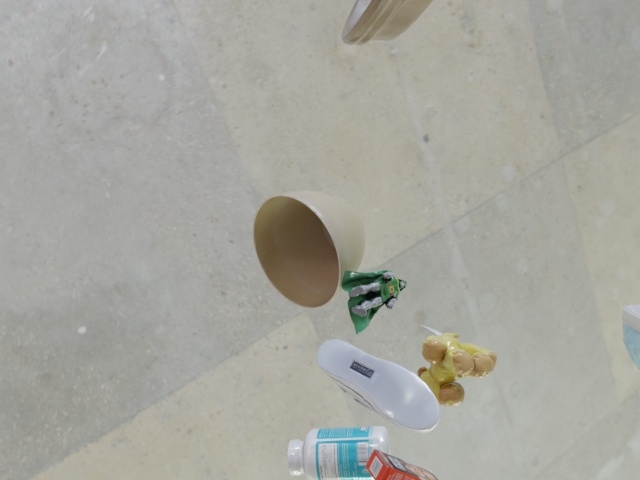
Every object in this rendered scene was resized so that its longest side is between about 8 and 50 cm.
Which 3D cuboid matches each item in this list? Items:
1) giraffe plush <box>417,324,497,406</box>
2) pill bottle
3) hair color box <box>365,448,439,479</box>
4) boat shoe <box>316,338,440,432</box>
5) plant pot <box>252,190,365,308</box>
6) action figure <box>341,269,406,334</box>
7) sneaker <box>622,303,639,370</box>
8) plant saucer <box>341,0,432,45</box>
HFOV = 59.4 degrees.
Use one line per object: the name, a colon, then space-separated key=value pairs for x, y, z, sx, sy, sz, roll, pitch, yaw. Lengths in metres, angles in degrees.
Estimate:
giraffe plush: x=0.287 y=0.314 z=1.309 sx=0.181 sy=0.210 sz=0.170 roll=12 pitch=97 yaw=-31
pill bottle: x=0.051 y=0.572 z=1.490 sx=0.264 sy=0.146 sz=0.146 roll=-5 pitch=104 yaw=11
hair color box: x=0.165 y=0.459 z=1.084 sx=0.141 sy=0.072 sz=0.043 roll=28 pitch=90 yaw=-18
boat shoe: x=0.107 y=0.264 z=1.014 sx=0.095 sy=0.258 sz=0.084 roll=-46 pitch=141 yaw=-17
plant pot: x=0.000 y=0.000 z=1.366 sx=0.191 sy=0.284 sz=0.284 roll=-26 pitch=111 yaw=-42
action figure: x=0.135 y=0.116 z=1.271 sx=0.232 sy=0.064 sz=0.137 roll=-13 pitch=97 yaw=-57
sneaker: x=0.757 y=0.249 z=1.214 sx=0.135 sy=0.366 sz=0.150 roll=-4 pitch=97 yaw=17
plant saucer: x=0.103 y=-0.271 z=0.432 sx=0.041 sy=0.278 sz=0.277 roll=28 pitch=86 yaw=-12
